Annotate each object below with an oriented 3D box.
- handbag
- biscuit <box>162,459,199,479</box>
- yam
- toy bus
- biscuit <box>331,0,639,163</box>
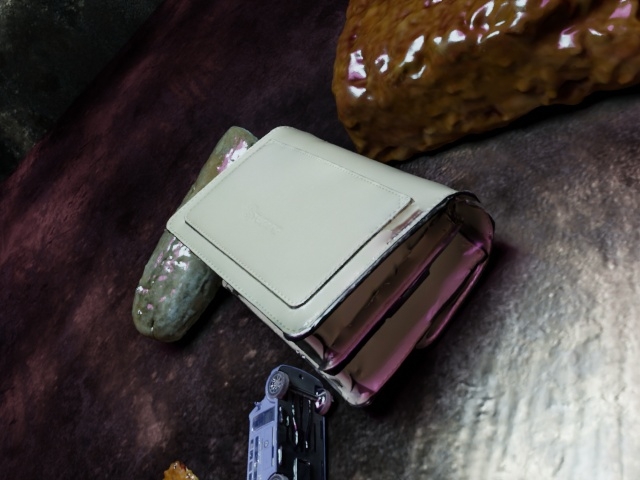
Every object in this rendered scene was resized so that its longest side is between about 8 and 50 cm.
[{"bbox_3d":[0.000,0.000,0.789,0.237,0.160,0.358,-48,37,-8],"label":"handbag"},{"bbox_3d":[-0.143,0.377,0.674,0.236,0.013,0.232,18,85,51],"label":"biscuit"},{"bbox_3d":[-0.168,0.001,0.987,0.133,0.133,0.331,20,77,51],"label":"yam"},{"bbox_3d":[-0.037,0.219,0.696,0.076,0.073,0.168,-35,39,34],"label":"toy bus"},{"bbox_3d":[0.200,-0.299,0.844,0.394,0.166,0.343,-16,45,38],"label":"biscuit"}]
